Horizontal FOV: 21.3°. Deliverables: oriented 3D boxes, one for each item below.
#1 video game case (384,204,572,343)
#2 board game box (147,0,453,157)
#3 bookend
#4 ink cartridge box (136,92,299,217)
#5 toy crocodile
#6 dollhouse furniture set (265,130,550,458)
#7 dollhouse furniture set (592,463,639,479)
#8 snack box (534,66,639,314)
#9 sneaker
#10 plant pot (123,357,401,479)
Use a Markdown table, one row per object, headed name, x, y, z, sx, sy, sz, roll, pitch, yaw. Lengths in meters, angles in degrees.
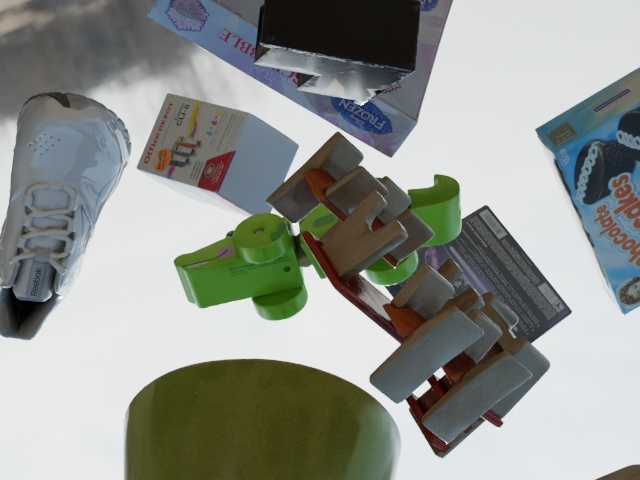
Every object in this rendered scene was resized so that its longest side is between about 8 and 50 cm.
| name | x | y | z | sx | sy | sz | roll | pitch | yaw |
| --- | --- | --- | --- | --- | --- | --- | --- | --- | --- |
| video game case | 0.211 | 0.072 | 2.289 | 0.274 | 0.196 | 0.026 | -29 | 168 | -49 |
| board game box | -0.010 | -0.277 | 1.979 | 0.066 | 0.318 | 0.319 | -54 | -170 | 37 |
| bookend | -0.001 | -0.197 | 1.688 | 0.156 | 0.072 | 0.157 | 8 | 169 | -16 |
| ink cartridge box | -0.151 | -0.121 | 2.461 | 0.176 | 0.128 | 0.127 | 16 | 171 | 41 |
| toy crocodile | 0.000 | 0.000 | 1.944 | 0.340 | 0.115 | 0.105 | -17 | -143 | 7 |
| dollhouse furniture set | 0.073 | 0.075 | 1.465 | 0.135 | 0.259 | 0.262 | -42 | -139 | 9 |
| dollhouse furniture set | 0.439 | 0.373 | 1.957 | 0.161 | 0.212 | 0.242 | -19 | -171 | -21 |
| snack box | 0.400 | -0.064 | 2.100 | 0.187 | 0.322 | 0.060 | -31 | -137 | 1 |
| sneaker | -0.248 | -0.018 | 1.595 | 0.111 | 0.297 | 0.129 | 12 | -132 | -7 |
| plant pot | -0.066 | 0.307 | 1.581 | 0.274 | 0.275 | 0.293 | -17 | -134 | 24 |
